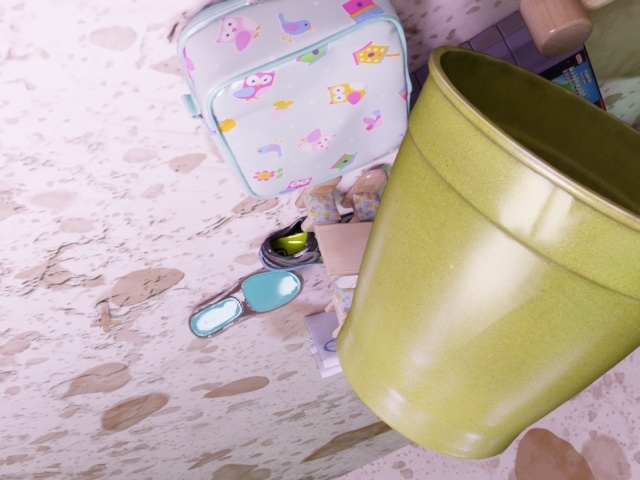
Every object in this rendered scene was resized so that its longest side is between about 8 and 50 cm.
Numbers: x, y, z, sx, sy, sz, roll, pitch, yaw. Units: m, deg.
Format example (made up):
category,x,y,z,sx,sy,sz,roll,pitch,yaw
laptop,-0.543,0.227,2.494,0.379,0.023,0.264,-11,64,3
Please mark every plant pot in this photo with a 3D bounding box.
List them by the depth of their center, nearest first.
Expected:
category,x,y,z,sx,sy,sz,roll,pitch,yaw
plant pot,0.197,0.037,0.943,0.367,0.366,0.352,2,126,-43

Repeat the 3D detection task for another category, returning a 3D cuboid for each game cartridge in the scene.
category,x,y,z,sx,sy,sz,roll,pitch,yaw
game cartridge,0.258,-0.174,1.165,0.230,0.068,0.355,-25,156,18

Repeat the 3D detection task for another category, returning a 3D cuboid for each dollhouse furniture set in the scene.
category,x,y,z,sx,sy,sz,roll,pitch,yaw
dollhouse furniture set,0.117,-0.003,1.183,0.242,0.212,0.161,-3,154,-27

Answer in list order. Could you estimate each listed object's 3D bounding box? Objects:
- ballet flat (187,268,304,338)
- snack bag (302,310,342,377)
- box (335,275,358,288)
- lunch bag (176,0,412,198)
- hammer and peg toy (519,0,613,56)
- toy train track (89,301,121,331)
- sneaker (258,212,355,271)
category,x,y,z,sx,sy,sz,roll,pitch,yaw
ballet flat,-0.121,0.096,1.428,0.213,0.072,0.068,-26,-177,12
snack bag,0.128,0.141,1.534,0.323,0.037,0.342,-17,-170,-6
box,0.154,0.041,1.401,0.181,0.119,0.182,-24,164,-41
lunch bag,-0.024,-0.158,0.900,0.224,0.107,0.279,-20,156,0
hammer and peg toy,0.253,-0.331,0.741,0.266,0.127,0.361,-25,156,3
toy train track,-0.333,0.115,1.338,0.048,0.014,0.083,-6,147,-16
sneaker,0.000,0.000,1.302,0.188,0.067,0.078,-14,162,-9
